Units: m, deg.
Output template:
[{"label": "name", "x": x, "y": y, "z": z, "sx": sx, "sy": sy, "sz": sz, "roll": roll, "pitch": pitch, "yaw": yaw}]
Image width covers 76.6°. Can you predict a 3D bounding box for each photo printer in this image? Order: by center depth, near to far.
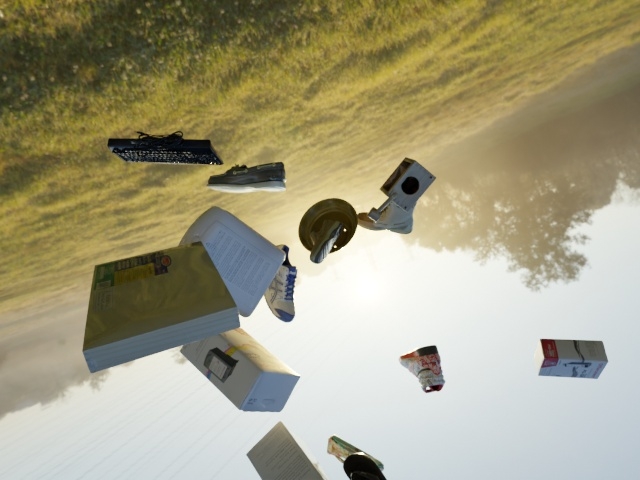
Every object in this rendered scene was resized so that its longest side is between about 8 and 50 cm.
[{"label": "photo printer", "x": -0.290, "y": 0.062, "z": 1.271, "sx": 0.107, "sy": 0.307, "sz": 0.256, "roll": 3, "pitch": -120, "yaw": 58}]

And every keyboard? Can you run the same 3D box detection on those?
[{"label": "keyboard", "x": -0.270, "y": -0.143, "z": 0.683, "sx": 0.191, "sy": 0.038, "sz": 0.100, "roll": 2, "pitch": 160, "yaw": 9}]

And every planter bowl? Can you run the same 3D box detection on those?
[{"label": "planter bowl", "x": 0.039, "y": -0.033, "z": 1.411, "sx": 0.217, "sy": 0.217, "sz": 0.090, "roll": -21, "pitch": 149, "yaw": 13}]

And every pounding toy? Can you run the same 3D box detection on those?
[{"label": "pounding toy", "x": 0.234, "y": -0.127, "z": 1.179, "sx": 0.206, "sy": 0.094, "sz": 0.181, "roll": -51, "pitch": -169, "yaw": 11}]

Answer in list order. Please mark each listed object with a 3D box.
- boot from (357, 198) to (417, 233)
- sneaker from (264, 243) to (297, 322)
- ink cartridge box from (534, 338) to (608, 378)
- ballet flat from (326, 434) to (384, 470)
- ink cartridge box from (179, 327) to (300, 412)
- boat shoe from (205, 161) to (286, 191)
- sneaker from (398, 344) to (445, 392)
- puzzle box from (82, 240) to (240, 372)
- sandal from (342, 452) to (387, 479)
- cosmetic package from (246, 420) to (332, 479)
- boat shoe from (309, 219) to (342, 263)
[{"label": "boot", "x": 0.231, "y": -0.108, "z": 1.441, "sx": 0.213, "sy": 0.165, "sz": 0.077, "roll": 9, "pitch": -131, "yaw": 10}, {"label": "sneaker", "x": -0.141, "y": 0.152, "z": 1.508, "sx": 0.131, "sy": 0.297, "sz": 0.111, "roll": -30, "pitch": 160, "yaw": 28}, {"label": "ink cartridge box", "x": 0.605, "y": 0.288, "z": 0.986, "sx": 0.135, "sy": 0.099, "sz": 0.056, "roll": -2, "pitch": -133, "yaw": 16}, {"label": "ballet flat", "x": 0.131, "y": 0.859, "z": 1.603, "sx": 0.077, "sy": 0.240, "sz": 0.091, "roll": -64, "pitch": 168, "yaw": -1}, {"label": "ink cartridge box", "x": -0.246, "y": 0.382, "z": 1.253, "sx": 0.306, "sy": 0.131, "sz": 0.226, "roll": 26, "pitch": 174, "yaw": 34}, {"label": "boat shoe", "x": -0.252, "y": -0.212, "z": 1.369, "sx": 0.304, "sy": 0.091, "sz": 0.109, "roll": 1, "pitch": 178, "yaw": 24}, {"label": "sneaker", "x": 0.356, "y": 0.471, "z": 1.444, "sx": 0.090, "sy": 0.145, "sz": 0.270, "roll": -4, "pitch": 155, "yaw": -12}, {"label": "puzzle box", "x": -0.360, "y": 0.115, "z": 0.905, "sx": 0.271, "sy": 0.052, "sz": 0.409, "roll": -14, "pitch": -156, "yaw": -21}, {"label": "sandal", "x": 0.146, "y": 0.688, "z": 1.128, "sx": 0.054, "sy": 0.097, "sz": 0.254, "roll": 14, "pitch": -176, "yaw": -37}, {"label": "cosmetic package", "x": -0.039, "y": 0.775, "z": 1.244, "sx": 0.156, "sy": 0.217, "sz": 0.385, "roll": -42, "pitch": -130, "yaw": -15}, {"label": "boat shoe", "x": 0.000, "y": 0.000, "z": 1.206, "sx": 0.072, "sy": 0.068, "sz": 0.190, "roll": 20, "pitch": -142, "yaw": 13}]
